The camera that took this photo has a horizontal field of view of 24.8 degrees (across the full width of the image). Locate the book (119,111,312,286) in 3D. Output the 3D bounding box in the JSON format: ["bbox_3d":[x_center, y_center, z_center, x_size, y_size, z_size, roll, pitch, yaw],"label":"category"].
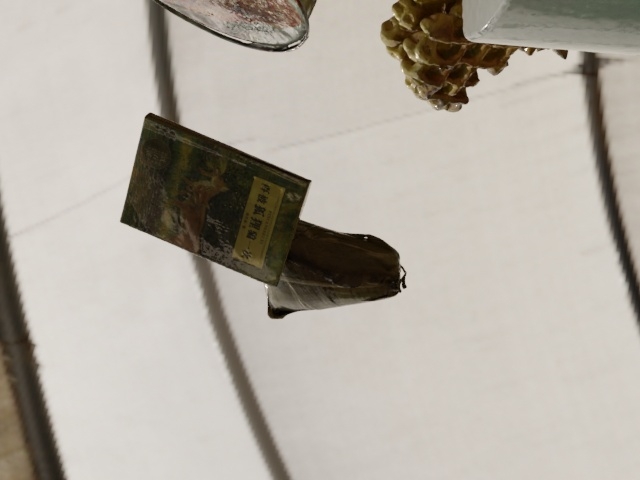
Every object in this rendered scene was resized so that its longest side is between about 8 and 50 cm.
[{"bbox_3d":[-0.135,-0.051,1.844,0.024,0.228,0.160,-49,-20,-60],"label":"book"}]

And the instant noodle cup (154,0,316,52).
[{"bbox_3d":[-0.088,-0.369,1.542,0.296,0.296,0.214,44,-109,-45],"label":"instant noodle cup"}]

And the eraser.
[{"bbox_3d":[0.319,-0.267,1.587,0.290,0.189,0.104,3,-103,-13],"label":"eraser"}]

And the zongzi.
[{"bbox_3d":[0.002,0.000,1.903,0.094,0.204,0.204,-69,-36,-49],"label":"zongzi"}]

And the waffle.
[{"bbox_3d":[0.260,-0.334,2.217,0.324,0.151,0.261,-30,-22,-1],"label":"waffle"}]
